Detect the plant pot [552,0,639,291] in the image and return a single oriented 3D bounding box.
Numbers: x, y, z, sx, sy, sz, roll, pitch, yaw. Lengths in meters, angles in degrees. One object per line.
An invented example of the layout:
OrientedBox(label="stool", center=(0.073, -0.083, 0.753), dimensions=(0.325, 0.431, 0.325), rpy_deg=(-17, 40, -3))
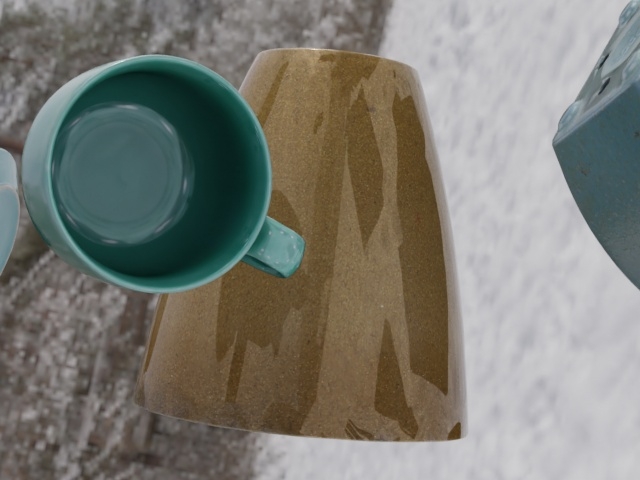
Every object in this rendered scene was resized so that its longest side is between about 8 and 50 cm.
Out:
OrientedBox(label="plant pot", center=(0.317, -0.075, 0.879), dimensions=(0.248, 0.252, 0.247), rpy_deg=(-58, 3, -19))

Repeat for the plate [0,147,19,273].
OrientedBox(label="plate", center=(-0.322, 0.005, 1.174), dimensions=(0.188, 0.024, 0.188), rpy_deg=(20, -90, -83))

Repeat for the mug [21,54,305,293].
OrientedBox(label="mug", center=(-0.099, -0.026, 0.723), dimensions=(0.097, 0.129, 0.158), rpy_deg=(7, 125, 64))

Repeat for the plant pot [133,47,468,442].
OrientedBox(label="plant pot", center=(0.000, 0.000, 0.895), dimensions=(0.237, 0.237, 0.254), rpy_deg=(151, 125, -86))
